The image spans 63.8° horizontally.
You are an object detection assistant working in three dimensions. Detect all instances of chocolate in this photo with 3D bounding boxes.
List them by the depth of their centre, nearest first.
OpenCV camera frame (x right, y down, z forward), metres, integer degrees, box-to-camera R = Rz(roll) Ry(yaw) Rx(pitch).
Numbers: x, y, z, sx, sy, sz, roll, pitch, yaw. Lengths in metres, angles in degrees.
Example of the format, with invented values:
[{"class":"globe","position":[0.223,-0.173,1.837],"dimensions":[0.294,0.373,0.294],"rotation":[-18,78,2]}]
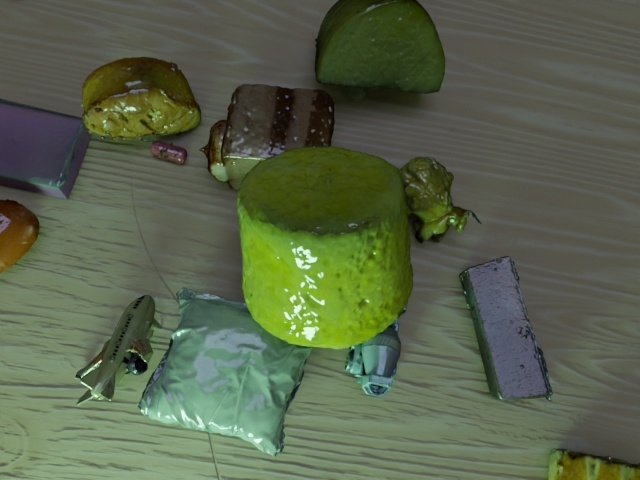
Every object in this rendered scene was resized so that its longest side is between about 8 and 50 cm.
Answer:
[{"class":"chocolate","position":[0.405,0.204,1.151],"dimensions":[0.112,0.112,0.321],"rotation":[-12,77,-2]}]

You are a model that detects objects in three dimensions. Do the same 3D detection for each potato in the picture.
[{"class":"potato","position":[0.133,-0.510,1.208],"dimensions":[0.330,0.213,0.280],"rotation":[-1,46,-22]}]

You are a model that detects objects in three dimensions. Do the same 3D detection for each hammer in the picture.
[{"class":"hammer","position":[-0.351,-0.206,1.193],"dimensions":[0.083,0.043,0.043],"rotation":[17,73,-2]}]

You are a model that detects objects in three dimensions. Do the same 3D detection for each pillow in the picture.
[{"class":"pillow","position":[-0.183,0.258,1.037],"dimensions":[0.310,0.138,0.283],"rotation":[16,74,-6]}]

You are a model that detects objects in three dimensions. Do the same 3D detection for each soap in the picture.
[{"class":"soap","position":[-0.660,-0.207,1.131],"dimensions":[0.259,0.081,0.181],"rotation":[12,73,-6]}]

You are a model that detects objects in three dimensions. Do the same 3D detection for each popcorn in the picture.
[{"class":"popcorn","position":[0.246,-0.095,1.175],"dimensions":[0.173,0.168,0.195],"rotation":[-22,76,11]}]

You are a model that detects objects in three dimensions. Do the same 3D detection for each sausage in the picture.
[{"class":"sausage","position":[-0.697,0.021,1.041],"dimensions":[0.258,0.133,0.133],"rotation":[-41,83,-17]}]

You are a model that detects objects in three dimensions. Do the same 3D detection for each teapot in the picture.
[{"class":"teapot","position":[0.089,-0.392,1.283],"dimensions":[0.067,0.083,0.057],"rotation":[30,78,-1]}]

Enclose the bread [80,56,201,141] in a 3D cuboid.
[{"class":"bread","position":[-0.391,-0.322,1.140],"dimensions":[0.260,0.147,0.160],"rotation":[-7,67,-24]}]

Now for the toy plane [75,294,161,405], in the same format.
[{"class":"toy plane","position":[-0.388,0.214,1.025],"dimensions":[0.092,0.229,0.244],"rotation":[53,37,-27]}]

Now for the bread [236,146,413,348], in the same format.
[{"class":"bread","position":[0.000,0.000,0.979],"dimensions":[0.348,0.308,0.348],"rotation":[-6,44,5]}]

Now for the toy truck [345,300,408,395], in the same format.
[{"class":"toy truck","position":[0.129,0.198,1.094],"dimensions":[0.108,0.140,0.256],"rotation":[13,73,-3]}]

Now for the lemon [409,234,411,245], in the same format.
[{"class":"lemon","position":[0.168,0.001,1.185],"dimensions":[0.082,0.082,0.110],"rotation":[-7,69,-10]}]

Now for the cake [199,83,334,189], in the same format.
[{"class":"cake","position":[-0.119,-0.219,1.156],"dimensions":[0.293,0.196,0.198],"rotation":[5,72,-2]}]

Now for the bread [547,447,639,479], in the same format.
[{"class":"bread","position":[0.615,0.600,0.930],"dimensions":[0.279,0.371,0.390],"rotation":[6,73,-7]}]
